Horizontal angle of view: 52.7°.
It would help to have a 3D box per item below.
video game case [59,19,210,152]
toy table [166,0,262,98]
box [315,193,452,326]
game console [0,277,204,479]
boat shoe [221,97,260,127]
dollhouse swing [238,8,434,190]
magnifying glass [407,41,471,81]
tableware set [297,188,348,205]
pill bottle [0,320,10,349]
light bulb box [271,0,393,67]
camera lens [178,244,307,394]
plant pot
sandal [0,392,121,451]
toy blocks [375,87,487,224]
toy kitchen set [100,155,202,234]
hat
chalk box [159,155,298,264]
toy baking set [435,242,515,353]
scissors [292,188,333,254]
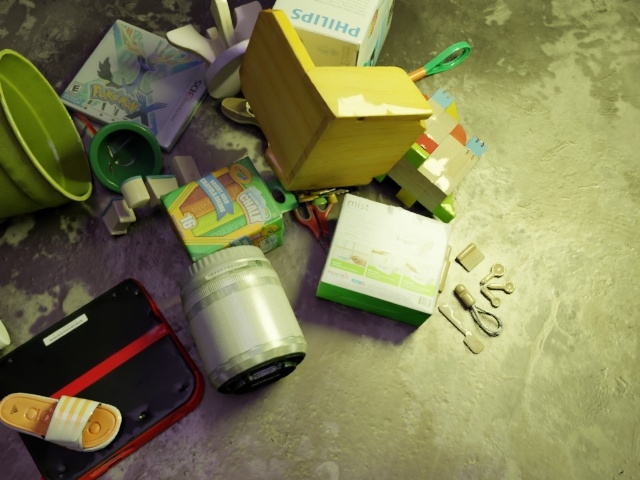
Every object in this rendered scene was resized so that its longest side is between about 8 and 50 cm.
[{"bbox_3d":[-0.474,-0.416,1.718,0.329,0.036,0.300,24,69,7],"label":"video game case"},{"bbox_3d":[-0.235,-0.480,1.604,0.252,0.274,0.161,-26,89,-28],"label":"toy table"},{"bbox_3d":[0.146,0.045,1.501,0.262,0.127,0.231,16,67,-1],"label":"box"},{"bbox_3d":[-0.489,0.312,1.424,0.387,0.060,0.342,-34,70,-15],"label":"game console"},{"bbox_3d":[-0.179,-0.339,1.664,0.190,0.072,0.068,20,68,20],"label":"boat shoe"},{"bbox_3d":[0.017,-0.322,1.451,0.315,0.347,0.305,-7,71,-22],"label":"dollhouse swing"},{"bbox_3d":[0.303,-0.471,1.753,0.231,0.092,0.026,-29,75,-2],"label":"magnifying glass"},{"bbox_3d":[-0.007,-0.100,1.542,0.104,0.154,0.024,-18,105,-26],"label":"tableware set"},{"bbox_3d":[-0.799,0.242,1.398,0.216,0.121,0.121,-30,72,-14],"label":"pill bottle"},{"bbox_3d":[0.039,-0.544,1.617,0.225,0.358,0.361,18,70,6],"label":"light bulb box"},{"bbox_3d":[-0.169,0.176,1.395,0.219,0.219,0.274,-21,71,-10],"label":"camera lens"},{"bbox_3d":[-0.779,-0.191,1.477,0.353,0.366,0.366,-23,71,2],"label":"plant pot"},{"bbox_3d":[-0.549,0.367,1.325,0.265,0.076,0.102,8,66,4],"label":"sandal"},{"bbox_3d":[0.257,-0.264,1.612,0.381,0.191,0.261,41,63,3],"label":"toy blocks"},{"bbox_3d":[-0.416,-0.111,1.587,0.207,0.166,0.122,-8,64,-45],"label":"toy kitchen set"},{"bbox_3d":[-0.509,-0.237,1.652,0.173,0.183,0.208,-20,113,-15],"label":"hat"},{"bbox_3d":[-0.195,-0.059,1.510,0.289,0.179,0.180,-28,73,-13],"label":"chalk box"},{"bbox_3d":[0.358,0.127,1.538,0.197,0.030,0.256,22,69,6],"label":"toy baking set"},{"bbox_3d":[0.000,0.000,1.583,0.109,0.021,0.297,-8,70,-8],"label":"scissors"}]
